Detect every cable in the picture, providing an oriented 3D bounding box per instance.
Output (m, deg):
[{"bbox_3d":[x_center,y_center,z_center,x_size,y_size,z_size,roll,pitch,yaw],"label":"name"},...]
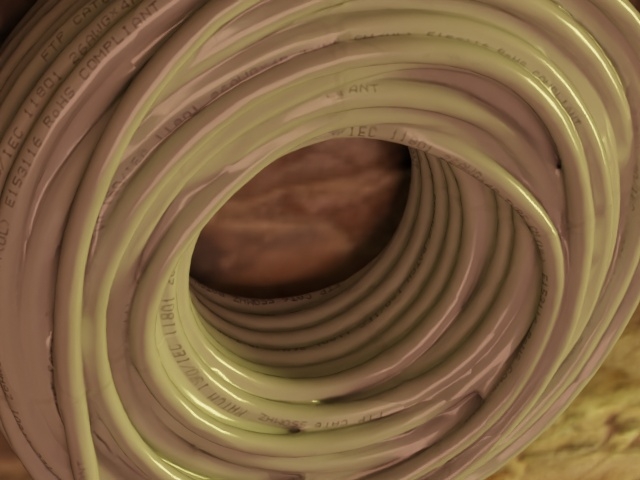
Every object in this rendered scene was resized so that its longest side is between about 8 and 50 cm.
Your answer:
[{"bbox_3d":[0.000,0.000,0.489,0.257,0.089,0.257,-22,127,-9],"label":"cable"}]
